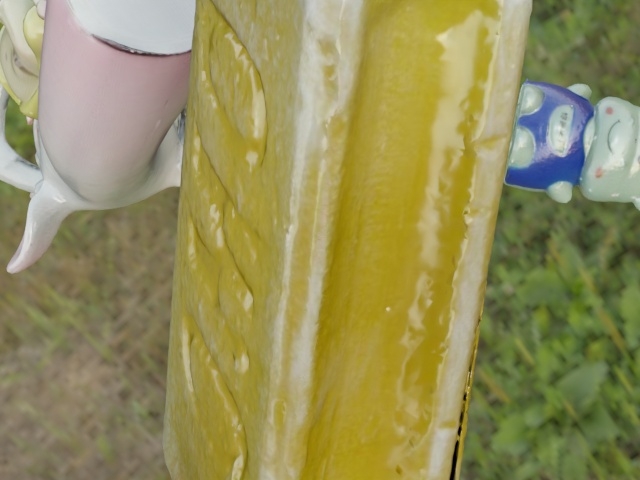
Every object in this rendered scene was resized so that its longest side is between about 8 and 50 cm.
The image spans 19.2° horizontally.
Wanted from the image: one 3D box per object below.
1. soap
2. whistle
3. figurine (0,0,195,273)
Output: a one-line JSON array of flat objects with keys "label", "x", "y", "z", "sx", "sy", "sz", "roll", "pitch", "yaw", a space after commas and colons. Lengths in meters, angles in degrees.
[{"label": "soap", "x": 0.000, "y": 0.000, "z": 0.736, "sx": 0.089, "sy": 0.274, "sz": 0.173, "roll": -3, "pitch": 28, "yaw": -18}, {"label": "whistle", "x": 0.208, "y": -0.089, "z": 1.665, "sx": 0.244, "sy": 0.092, "sz": 0.110, "roll": 13, "pitch": 81, "yaw": 3}, {"label": "figurine", "x": -0.116, "y": -0.128, "z": 1.061, "sx": 0.206, "sy": 0.315, "sz": 0.284, "roll": -5, "pitch": 61, "yaw": -24}]
